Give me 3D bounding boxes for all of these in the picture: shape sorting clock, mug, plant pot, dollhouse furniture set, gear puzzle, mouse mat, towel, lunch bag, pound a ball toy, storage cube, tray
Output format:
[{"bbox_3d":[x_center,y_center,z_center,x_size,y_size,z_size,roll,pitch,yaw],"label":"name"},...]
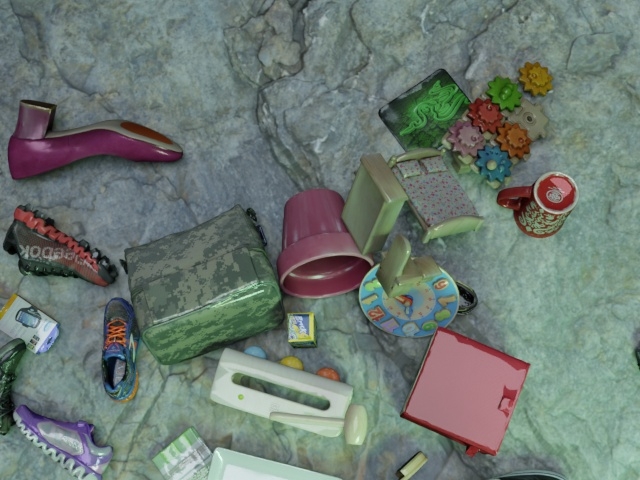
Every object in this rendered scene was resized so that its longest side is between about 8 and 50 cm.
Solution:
[{"bbox_3d":[0.181,0.120,1.780,0.206,0.206,0.040,13,38,5],"label":"shape sorting clock"},{"bbox_3d":[0.456,-0.073,1.809,0.150,0.169,0.113,-14,78,-1],"label":"mug"},{"bbox_3d":[0.000,0.000,1.813,0.201,0.201,0.180,-11,61,0],"label":"plant pot"},{"bbox_3d":[0.242,-0.085,1.718,0.356,0.174,0.303,-13,57,-25],"label":"dollhouse furniture set"},{"bbox_3d":[0.417,-0.272,1.880,0.175,0.044,0.339,42,65,0],"label":"gear puzzle"},{"bbox_3d":[0.244,-0.283,1.949,0.190,0.007,0.152,-35,78,-6],"label":"mouse mat"},{"bbox_3d":[-0.263,0.477,1.793,0.113,0.023,0.152,-39,79,-7],"label":"towel"},{"bbox_3d":[-0.242,0.077,1.787,0.305,0.212,0.256,-21,61,-5],"label":"lunch bag"},{"bbox_3d":[-0.052,0.299,1.729,0.319,0.208,0.135,15,79,6],"label":"pound a ball toy"},{"bbox_3d":[0.281,0.302,1.726,0.193,0.183,0.215,23,80,8],"label":"storage cube"},{"bbox_3d":[-0.100,0.519,1.751,0.270,0.030,0.145,14,81,4],"label":"tray"}]

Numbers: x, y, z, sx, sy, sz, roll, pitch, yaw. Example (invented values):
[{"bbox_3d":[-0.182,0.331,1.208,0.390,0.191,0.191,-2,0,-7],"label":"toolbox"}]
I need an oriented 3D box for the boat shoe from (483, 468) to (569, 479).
[{"bbox_3d":[0.341,0.530,1.706,0.335,0.119,0.121,-12,77,0],"label":"boat shoe"}]

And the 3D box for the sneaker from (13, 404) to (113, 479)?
[{"bbox_3d":[-0.523,0.406,1.790,0.236,0.095,0.104,37,75,5],"label":"sneaker"}]

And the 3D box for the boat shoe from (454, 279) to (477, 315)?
[{"bbox_3d":[0.221,0.096,1.833,0.228,0.068,0.081,16,78,6],"label":"boat shoe"}]

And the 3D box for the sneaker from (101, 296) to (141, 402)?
[{"bbox_3d":[-0.421,0.227,1.822,0.083,0.087,0.221,-7,77,0],"label":"sneaker"}]

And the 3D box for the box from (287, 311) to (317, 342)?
[{"bbox_3d":[-0.036,0.185,1.773,0.054,0.169,0.059,-1,78,1],"label":"box"}]

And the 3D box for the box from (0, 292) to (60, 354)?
[{"bbox_3d":[-0.628,0.184,1.872,0.136,0.028,0.081,33,81,6],"label":"box"}]

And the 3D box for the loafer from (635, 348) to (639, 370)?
[{"bbox_3d":[0.758,0.219,1.779,0.223,0.076,0.078,-21,85,2],"label":"loafer"}]

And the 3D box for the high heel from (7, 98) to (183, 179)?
[{"bbox_3d":[-0.500,-0.184,1.930,0.377,0.127,0.181,15,107,2],"label":"high heel"}]

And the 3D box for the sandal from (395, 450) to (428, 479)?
[{"bbox_3d":[0.140,0.530,1.733,0.240,0.088,0.079,-40,79,-13],"label":"sandal"}]

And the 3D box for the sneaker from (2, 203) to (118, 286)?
[{"bbox_3d":[-0.567,0.039,1.865,0.276,0.097,0.135,31,80,11],"label":"sneaker"}]

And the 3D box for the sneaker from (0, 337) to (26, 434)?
[{"bbox_3d":[-0.665,0.319,1.815,0.130,0.087,0.227,35,84,7],"label":"sneaker"}]
